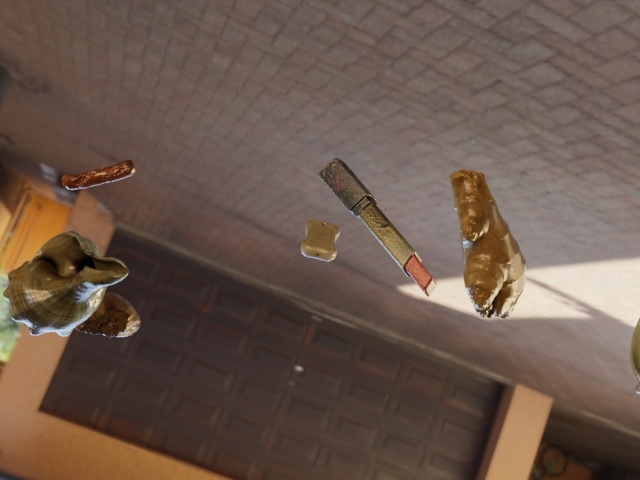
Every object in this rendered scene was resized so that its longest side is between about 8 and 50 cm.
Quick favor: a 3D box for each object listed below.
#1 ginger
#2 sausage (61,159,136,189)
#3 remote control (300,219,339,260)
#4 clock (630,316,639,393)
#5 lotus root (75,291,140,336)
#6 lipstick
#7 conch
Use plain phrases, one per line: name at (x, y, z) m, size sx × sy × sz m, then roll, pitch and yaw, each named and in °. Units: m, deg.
ginger at (0.355, 0.027, 2.039) m, size 0.375 × 0.236 × 0.166 m, roll 48°, pitch 157°, yaw -27°
sausage at (-0.460, -0.134, 1.857) m, size 0.158 × 0.036 × 0.042 m, roll -12°, pitch -152°, yaw 3°
remote control at (0.000, 0.000, 1.842) m, size 0.074 × 0.032 × 0.122 m, roll 14°, pitch -150°, yaw -1°
clock at (0.610, 0.149, 1.433) m, size 0.109 × 0.324 × 0.265 m, roll 28°, pitch -161°, yaw -10°
lotus root at (-0.489, 0.171, 2.051) m, size 0.160 × 0.095 × 0.135 m, roll 7°, pitch -178°, yaw -13°
lipstick at (0.110, -0.026, 1.633) m, size 0.312 × 0.051 × 0.051 m, roll 51°, pitch -171°, yaw 25°
conch at (-0.482, 0.077, 1.743) m, size 0.386 × 0.203 × 0.170 m, roll -14°, pitch 169°, yaw 26°
